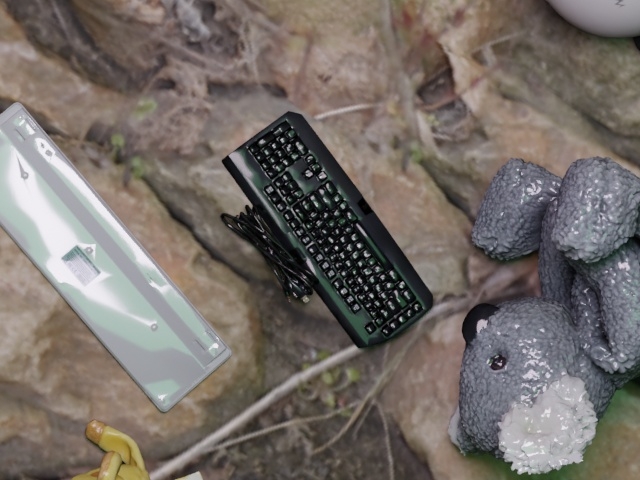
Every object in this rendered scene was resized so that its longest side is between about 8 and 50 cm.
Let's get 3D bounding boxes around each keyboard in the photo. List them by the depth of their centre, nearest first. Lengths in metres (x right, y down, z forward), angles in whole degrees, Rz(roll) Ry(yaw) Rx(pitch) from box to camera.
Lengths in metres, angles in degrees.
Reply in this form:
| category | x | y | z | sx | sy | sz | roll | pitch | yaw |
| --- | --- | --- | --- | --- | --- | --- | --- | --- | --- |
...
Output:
| category | x | y | z | sx | sy | sz | roll | pitch | yaw |
| --- | --- | --- | --- | --- | --- | --- | --- | --- | --- |
| keyboard | -0.176 | 0.013 | 1.527 | 0.072 | 0.014 | 0.256 | -40 | 93 | -3 |
| keyboard | 0.000 | 0.000 | 1.540 | 0.100 | 0.038 | 0.192 | -37 | 92 | -8 |

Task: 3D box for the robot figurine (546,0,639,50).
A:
| category | x | y | z | sx | sy | sz | roll | pitch | yaw |
| --- | --- | --- | --- | --- | --- | --- | --- | --- | --- |
| robot figurine | 0.288 | -0.261 | 1.528 | 0.278 | 0.173 | 0.209 | -19 | 87 | -6 |

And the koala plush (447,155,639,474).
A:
| category | x | y | z | sx | sy | sz | roll | pitch | yaw |
| --- | --- | --- | --- | --- | --- | --- | --- | --- | --- |
| koala plush | 0.185 | 0.079 | 1.491 | 0.203 | 0.196 | 0.221 | 38 | 79 | -15 |

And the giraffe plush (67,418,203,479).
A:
| category | x | y | z | sx | sy | sz | roll | pitch | yaw |
| --- | --- | --- | --- | --- | --- | --- | --- | --- | --- |
| giraffe plush | -0.168 | 0.230 | 1.435 | 0.210 | 0.170 | 0.181 | -37 | 92 | -8 |
